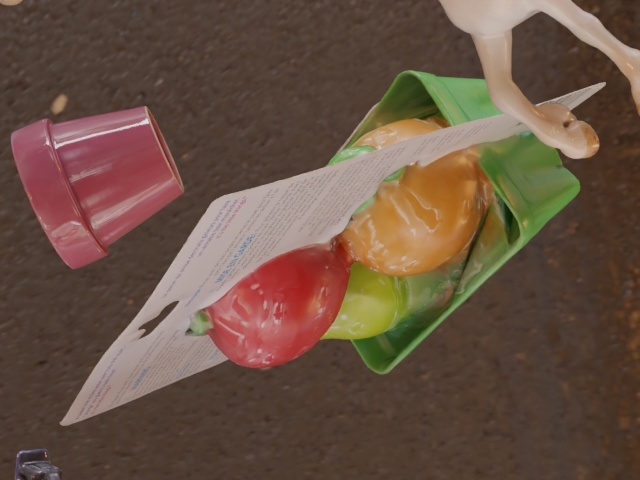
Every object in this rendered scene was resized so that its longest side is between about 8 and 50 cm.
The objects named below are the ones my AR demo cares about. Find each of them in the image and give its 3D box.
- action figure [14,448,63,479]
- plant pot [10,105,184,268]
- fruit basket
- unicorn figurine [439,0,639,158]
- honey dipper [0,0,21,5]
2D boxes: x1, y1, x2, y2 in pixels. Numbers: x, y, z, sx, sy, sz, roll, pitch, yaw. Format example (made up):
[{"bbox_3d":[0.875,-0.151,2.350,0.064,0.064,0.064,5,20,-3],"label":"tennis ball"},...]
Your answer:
[{"bbox_3d":[-0.245,0.321,0.955,0.179,0.330,0.341,4,87,-36],"label":"action figure"},{"bbox_3d":[-0.289,-0.086,1.856,0.180,0.201,0.201,-23,90,0],"label":"plant pot"},{"bbox_3d":[0.000,0.000,1.015,0.353,0.327,0.165,-14,67,-34],"label":"fruit basket"},{"bbox_3d":[0.067,-0.085,0.422,0.111,0.060,0.162,48,35,-3],"label":"unicorn figurine"},{"bbox_3d":[-0.187,-0.109,0.623,0.161,0.030,0.030,-20,89,-58],"label":"honey dipper"}]
